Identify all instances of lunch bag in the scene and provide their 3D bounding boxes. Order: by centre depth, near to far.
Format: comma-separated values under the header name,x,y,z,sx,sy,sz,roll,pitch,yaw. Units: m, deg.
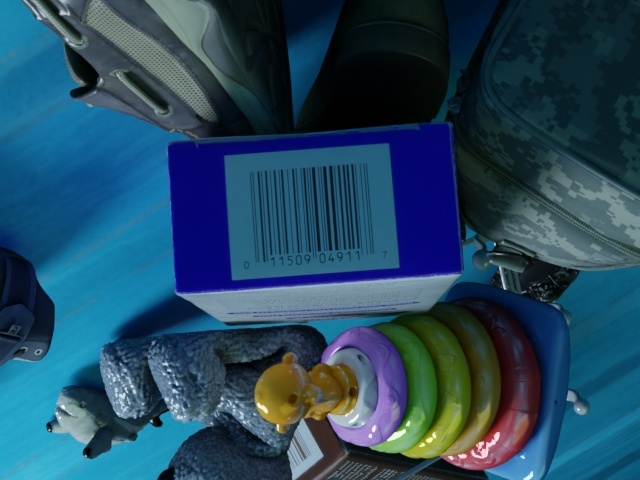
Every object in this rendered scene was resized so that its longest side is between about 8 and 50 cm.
name,x,y,z,sx,sy,sz,roll,pitch,yaw
lunch bag,0.227,-0.129,0.908,0.305,0.213,0.256,-60,176,-13

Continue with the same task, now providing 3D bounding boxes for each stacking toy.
name,x,y,z,sx,sy,sz,roll,pitch,yaw
stacking toy,0.063,0.131,1.072,0.302,0.166,0.175,1,99,-38

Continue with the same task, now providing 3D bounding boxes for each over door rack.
name,x,y,z,sx,sy,sz,roll,pitch,yaw
over door rack,0.133,0.130,1.272,0.324,0.108,0.239,-19,105,-21

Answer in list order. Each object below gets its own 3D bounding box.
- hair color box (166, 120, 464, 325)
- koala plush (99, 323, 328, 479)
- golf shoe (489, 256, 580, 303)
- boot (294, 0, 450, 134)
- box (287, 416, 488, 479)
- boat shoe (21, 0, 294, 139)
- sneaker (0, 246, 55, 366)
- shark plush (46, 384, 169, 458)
name,x,y,z,sx,sy,sz,roll,pitch,yaw
hair color box,0.000,0.000,0.914,0.185,0.110,0.339,-4,171,0
koala plush,-0.079,0.193,1.122,0.203,0.221,0.196,-2,174,-29
golf shoe,0.238,0.063,1.435,0.198,0.077,0.094,-41,160,31
boot,0.040,-0.123,0.949,0.112,0.115,0.305,10,159,-8
box,0.034,0.284,1.508,0.191,0.143,0.381,-40,147,15
boat shoe,-0.105,-0.147,0.791,0.130,0.132,0.355,-8,157,12
sneaker,-0.303,0.100,0.943,0.226,0.086,0.163,-59,148,3
shark plush,-0.199,0.174,1.227,0.161,0.073,0.067,4,105,-38
